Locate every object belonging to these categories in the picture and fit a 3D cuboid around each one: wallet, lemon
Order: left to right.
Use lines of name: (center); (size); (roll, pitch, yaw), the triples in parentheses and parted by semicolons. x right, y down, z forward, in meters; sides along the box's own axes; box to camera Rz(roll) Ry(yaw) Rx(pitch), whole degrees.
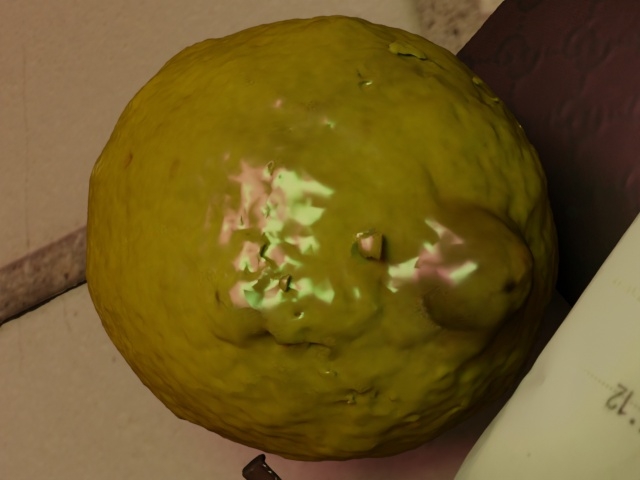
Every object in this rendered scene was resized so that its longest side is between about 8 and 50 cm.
lemon: (0.000, 0.000, 0.711); (0.320, 0.245, 0.245); (10, 77, 61)
wallet: (0.172, -0.065, 0.756); (0.182, 0.049, 0.229); (-45, 53, 16)

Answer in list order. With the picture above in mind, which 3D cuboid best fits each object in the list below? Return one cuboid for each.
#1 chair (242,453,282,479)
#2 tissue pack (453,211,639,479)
chair: (0.021, 0.302, 0.670); (0.175, 0.183, 0.326); (-43, 97, 13)
tissue pack: (0.266, 0.116, 0.515); (0.356, 0.194, 0.266); (38, 96, 41)
